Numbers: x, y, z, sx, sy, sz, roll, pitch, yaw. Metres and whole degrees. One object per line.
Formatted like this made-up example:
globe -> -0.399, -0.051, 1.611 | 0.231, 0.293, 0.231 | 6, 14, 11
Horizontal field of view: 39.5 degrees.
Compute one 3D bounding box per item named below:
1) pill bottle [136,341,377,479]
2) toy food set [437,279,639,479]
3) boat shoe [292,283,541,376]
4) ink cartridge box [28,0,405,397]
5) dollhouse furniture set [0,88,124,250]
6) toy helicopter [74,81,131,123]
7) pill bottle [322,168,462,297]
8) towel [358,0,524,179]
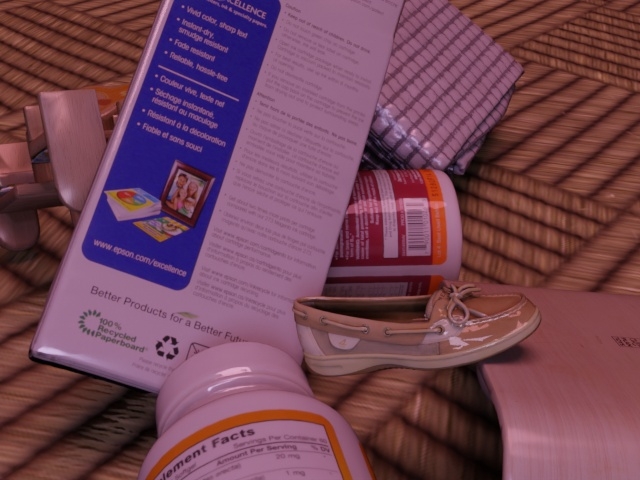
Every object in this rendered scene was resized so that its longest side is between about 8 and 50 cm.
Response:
pill bottle -> -0.027, 0.168, 0.477 | 0.137, 0.136, 0.245 | -6, 33, -13
toy food set -> 0.199, 0.110, 0.590 | 0.220, 0.092, 0.306 | 5, 15, -2
boat shoe -> 0.056, 0.048, 0.548 | 0.153, 0.048, 0.056 | -10, 15, 25
ink cartridge box -> -0.063, -0.064, 0.652 | 0.176, 0.370, 0.069 | 21, -15, -16
dollhouse furniture set -> -0.233, -0.013, 0.721 | 0.242, 0.160, 0.212 | -10, -3, -34
toy helicopter -> -0.133, -0.175, 1.060 | 0.355, 0.140, 0.235 | -18, 45, -11
pill bottle -> 0.000, 0.000, 0.760 | 0.221, 0.121, 0.121 | -1, 32, -6
towel -> 0.079, -0.175, 0.975 | 0.235, 0.121, 0.283 | 42, 42, -2
